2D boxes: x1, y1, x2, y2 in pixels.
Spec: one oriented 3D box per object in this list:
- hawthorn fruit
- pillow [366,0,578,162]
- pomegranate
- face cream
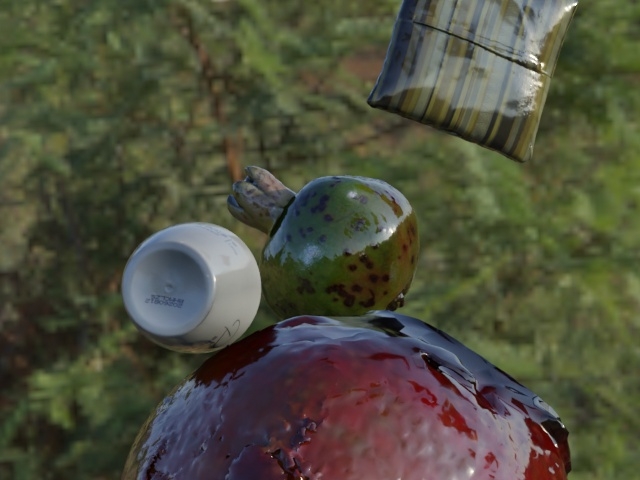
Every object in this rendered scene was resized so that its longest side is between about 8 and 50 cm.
[{"bbox_3d":[0.018,0.183,1.096,0.316,0.316,0.316,-3,9,0],"label":"hawthorn fruit"},{"bbox_3d":[0.180,-0.220,2.001,0.212,0.208,0.052,19,-5,-14],"label":"pillow"},{"bbox_3d":[0.000,0.000,1.995,0.248,0.202,0.202,38,21,12],"label":"pomegranate"},{"bbox_3d":[-0.090,0.032,1.164,0.091,0.091,0.095,-1,-2,12],"label":"face cream"}]
